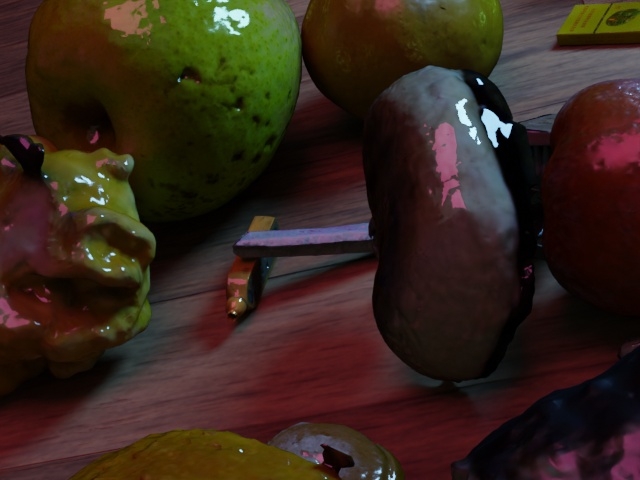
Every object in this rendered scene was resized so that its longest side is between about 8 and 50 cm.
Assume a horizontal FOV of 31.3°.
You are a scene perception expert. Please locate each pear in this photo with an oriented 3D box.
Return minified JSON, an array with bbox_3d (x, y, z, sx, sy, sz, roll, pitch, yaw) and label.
[{"bbox_3d":[-0.193,-0.222,1.530,0.391,0.391,0.391,-15,34,10],"label":"pear"}]

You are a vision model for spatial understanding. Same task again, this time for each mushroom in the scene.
[{"bbox_3d":[0.105,-0.031,1.162,0.247,0.130,0.344,-31,50,51],"label":"mushroom"}]

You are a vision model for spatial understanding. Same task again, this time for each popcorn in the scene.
[{"bbox_3d":[-0.333,0.023,1.370,0.315,0.281,0.297,-23,62,25],"label":"popcorn"}]

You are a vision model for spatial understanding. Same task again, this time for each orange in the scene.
[{"bbox_3d":[0.111,-0.291,1.565,0.279,0.235,0.279,-10,30,6],"label":"orange"}]

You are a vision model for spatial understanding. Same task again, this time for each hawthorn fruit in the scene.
[{"bbox_3d":[0.323,-0.049,1.087,0.263,0.235,0.231,-29,59,35],"label":"hawthorn fruit"}]

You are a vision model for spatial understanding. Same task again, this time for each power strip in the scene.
[{"bbox_3d":[-0.083,0.035,1.380,0.028,0.049,0.178,-1,38,18],"label":"power strip"}]

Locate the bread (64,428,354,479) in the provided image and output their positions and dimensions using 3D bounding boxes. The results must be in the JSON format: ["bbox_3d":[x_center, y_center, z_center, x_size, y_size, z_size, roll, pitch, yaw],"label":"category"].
[{"bbox_3d":[-0.082,0.310,0.705,0.398,0.398,0.215,4,27,33],"label":"bread"}]

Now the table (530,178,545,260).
[{"bbox_3d":[0.215,-0.035,1.292,0.175,0.062,0.146,18,49,28],"label":"table"}]

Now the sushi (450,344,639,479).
[{"bbox_3d":[0.256,0.202,0.744,0.294,0.281,0.299,-32,41,-4],"label":"sushi"}]

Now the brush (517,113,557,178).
[{"bbox_3d":[0.297,-0.116,1.293,0.070,0.065,0.327,8,16,31],"label":"brush"}]

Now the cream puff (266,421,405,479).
[{"bbox_3d":[0.004,0.237,0.986,0.150,0.115,0.165,0,29,19],"label":"cream puff"}]

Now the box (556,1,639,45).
[{"bbox_3d":[0.418,-0.305,1.601,0.155,0.023,0.087,5,39,34],"label":"box"}]

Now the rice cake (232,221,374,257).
[{"bbox_3d":[0.000,0.000,1.354,0.207,0.033,0.033,-4,46,0],"label":"rice cake"}]

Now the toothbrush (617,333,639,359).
[{"bbox_3d":[0.422,0.079,1.052,0.294,0.026,0.028,-11,20,17],"label":"toothbrush"}]
